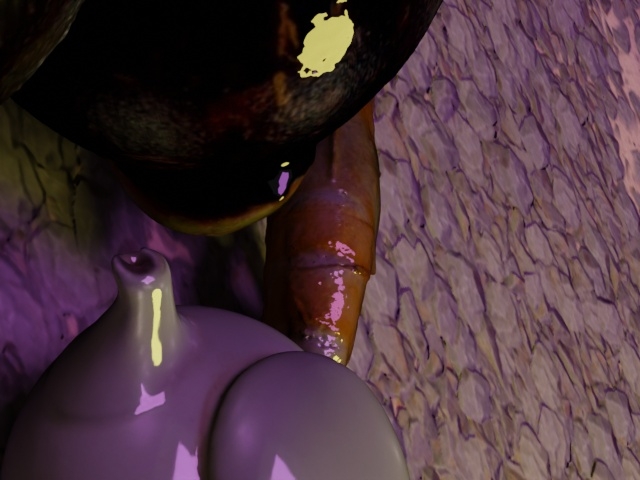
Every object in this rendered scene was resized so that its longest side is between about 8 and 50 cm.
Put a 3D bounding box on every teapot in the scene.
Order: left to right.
[{"bbox_3d":[-0.042,0.172,0.802,0.220,0.149,0.318,25,52,-47],"label":"teapot"}]

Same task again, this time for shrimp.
[{"bbox_3d":[0.000,0.000,1.037,0.152,0.063,0.287,97,0,-51],"label":"shrimp"}]

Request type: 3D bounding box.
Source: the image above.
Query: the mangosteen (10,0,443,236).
[{"bbox_3d":[-0.060,-0.133,0.915,0.275,0.275,0.302,-74,168,-49],"label":"mangosteen"}]

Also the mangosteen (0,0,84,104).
[{"bbox_3d":[-0.208,-0.142,0.629,0.288,0.288,0.288,39,40,-42],"label":"mangosteen"}]
